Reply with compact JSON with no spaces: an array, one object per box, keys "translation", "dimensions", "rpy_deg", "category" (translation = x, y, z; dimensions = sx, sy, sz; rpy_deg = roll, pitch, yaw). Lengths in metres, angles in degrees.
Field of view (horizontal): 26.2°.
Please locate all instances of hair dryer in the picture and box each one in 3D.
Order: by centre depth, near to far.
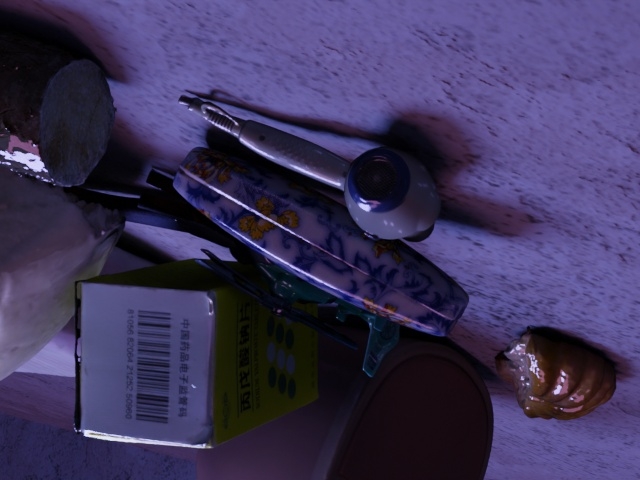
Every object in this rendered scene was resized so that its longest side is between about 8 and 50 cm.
[{"translation":[0.007,-0.046,1.019],"dimensions":[0.199,0.067,0.167],"rpy_deg":[22,173,29],"category":"hair dryer"}]

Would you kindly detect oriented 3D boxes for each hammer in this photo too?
[{"translation":[-0.204,-0.035,1.298],"dimensions":[0.290,0.037,0.137],"rpy_deg":[10,162,28],"category":"hammer"}]

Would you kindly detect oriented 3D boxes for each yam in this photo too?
[{"translation":[-0.247,-0.110,0.993],"dimensions":[0.183,0.107,0.107],"rpy_deg":[18,164,6],"category":"yam"}]

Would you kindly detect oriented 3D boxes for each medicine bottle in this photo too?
[{"translation":[-0.105,0.096,1.247],"dimensions":[0.141,0.137,0.250],"rpy_deg":[4,-175,20],"category":"medicine bottle"}]

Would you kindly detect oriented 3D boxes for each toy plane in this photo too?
[{"translation":[-0.006,0.033,1.190],"dimensions":[0.235,0.096,0.060],"rpy_deg":[33,160,-36],"category":"toy plane"}]

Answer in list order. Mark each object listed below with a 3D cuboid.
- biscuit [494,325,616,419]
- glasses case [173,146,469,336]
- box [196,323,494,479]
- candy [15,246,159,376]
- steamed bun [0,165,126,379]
[{"translation":[0.230,0.141,1.356],"dimensions":[0.118,0.061,0.183],"rpy_deg":[16,163,5],"category":"biscuit"},{"translation":[0.000,0.000,1.072],"dimensions":[0.248,0.065,0.087],"rpy_deg":[30,-174,8],"category":"glasses case"},{"translation":[0.019,0.235,1.500],"dimensions":[0.216,0.301,0.301],"rpy_deg":[11,163,41],"category":"box"},{"translation":[-0.329,0.064,1.572],"dimensions":[0.208,0.145,0.358],"rpy_deg":[30,162,-34],"category":"candy"},{"translation":[-0.313,0.007,1.187],"dimensions":[0.272,0.273,0.290],"rpy_deg":[12,159,4],"category":"steamed bun"}]
